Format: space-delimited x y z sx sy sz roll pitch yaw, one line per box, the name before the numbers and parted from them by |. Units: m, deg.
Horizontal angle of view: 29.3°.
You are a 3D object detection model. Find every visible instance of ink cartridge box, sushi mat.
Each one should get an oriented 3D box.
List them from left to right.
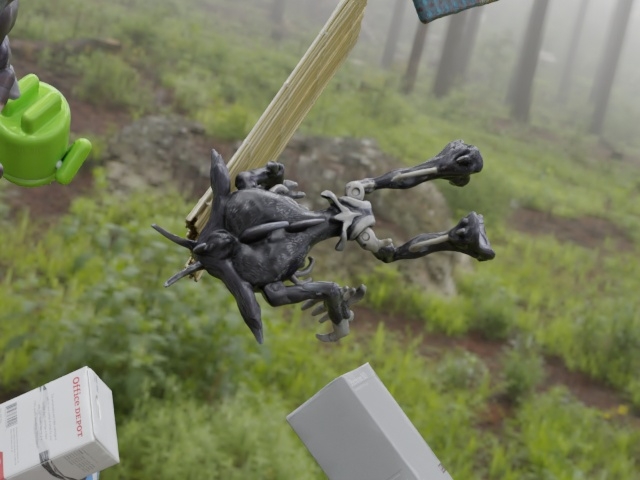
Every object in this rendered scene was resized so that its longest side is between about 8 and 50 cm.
ink cartridge box | -0.283 0.206 1.273 0.056 0.135 0.099 57 13 -46
sushi mat | -0.038 -0.109 1.129 0.019 0.317 0.151 31 -22 4

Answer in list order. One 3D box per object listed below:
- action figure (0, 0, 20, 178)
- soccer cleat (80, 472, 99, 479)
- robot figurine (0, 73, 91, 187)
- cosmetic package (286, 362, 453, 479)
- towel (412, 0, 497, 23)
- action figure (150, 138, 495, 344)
action figure | -0.110 -0.077 0.362 0.099 0.285 0.185 25 19 -21
soccer cleat | -0.305 0.349 1.317 0.116 0.331 0.143 10 -37 4
robot figurine | -0.248 -0.090 1.042 0.101 0.067 0.115 35 -32 9
cosmetic package | 0.076 0.277 1.508 0.238 0.107 0.127 56 15 6
towel | 0.161 -0.481 1.570 0.271 0.370 0.040 -22 5 -34
action figure | 0.000 0.000 1.007 0.275 0.164 0.141 -11 -18 -12
